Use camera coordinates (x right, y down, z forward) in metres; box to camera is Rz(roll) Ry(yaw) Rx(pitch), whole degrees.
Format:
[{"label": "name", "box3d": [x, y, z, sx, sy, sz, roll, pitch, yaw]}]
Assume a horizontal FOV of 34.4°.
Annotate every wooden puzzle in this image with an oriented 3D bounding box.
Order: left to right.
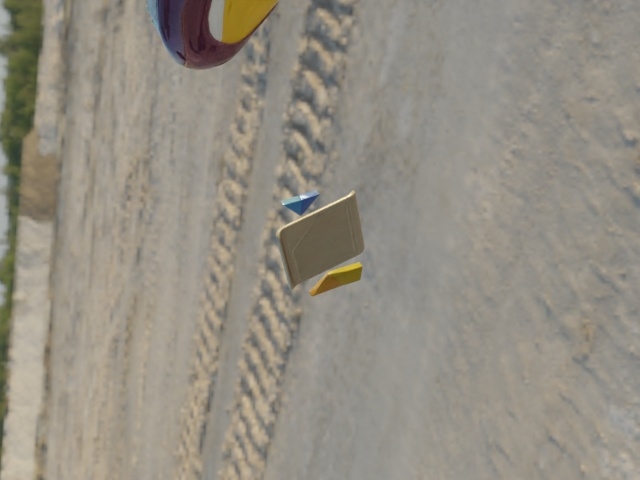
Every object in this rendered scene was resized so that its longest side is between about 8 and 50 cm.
[{"label": "wooden puzzle", "box3d": [0.000, 0.000, 0.799, 0.014, 0.079, 0.116, 48, 154, 38]}]

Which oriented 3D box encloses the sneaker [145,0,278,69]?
[{"label": "sneaker", "box3d": [-0.006, -0.139, 0.406, 0.084, 0.070, 0.185, 39, 119, 23]}]
